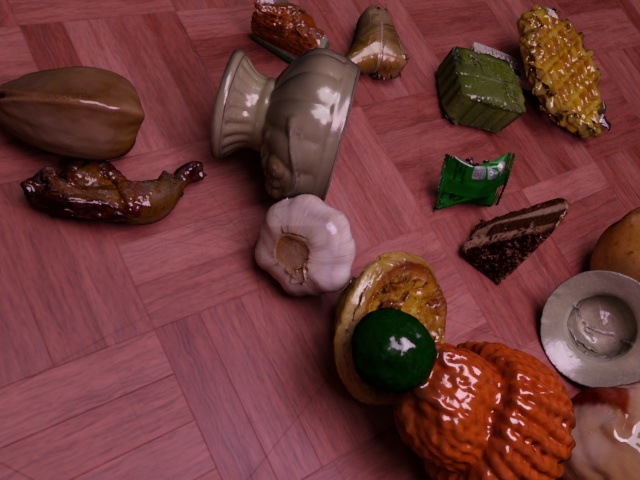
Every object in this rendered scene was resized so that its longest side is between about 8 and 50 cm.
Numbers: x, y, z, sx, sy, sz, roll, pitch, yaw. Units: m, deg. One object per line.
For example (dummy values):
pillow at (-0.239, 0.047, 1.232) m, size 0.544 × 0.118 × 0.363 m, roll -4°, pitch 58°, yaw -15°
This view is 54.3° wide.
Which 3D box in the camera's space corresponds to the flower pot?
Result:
flower pot at (-0.073, -0.230, 1.210) m, size 0.244 × 0.307 × 0.307 m, roll 15°, pitch 57°, yaw 0°

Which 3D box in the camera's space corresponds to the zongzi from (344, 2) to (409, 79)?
zongzi at (0.102, -0.486, 1.535) m, size 0.197 × 0.099 × 0.194 m, roll -8°, pitch 68°, yaw -21°

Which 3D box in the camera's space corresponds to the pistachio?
pistachio at (-0.436, -0.222, 1.067) m, size 0.260 × 0.213 × 0.163 m, roll 2°, pitch 83°, yaw -16°

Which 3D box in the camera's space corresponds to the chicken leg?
chicken leg at (-0.356, -0.095, 1.115) m, size 0.322 × 0.083 × 0.177 m, roll 3°, pitch 45°, yaw -21°

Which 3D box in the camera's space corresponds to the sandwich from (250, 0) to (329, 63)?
sandwich at (-0.061, -0.480, 1.412) m, size 0.185 × 0.160 × 0.109 m, roll 30°, pitch 74°, yaw 0°

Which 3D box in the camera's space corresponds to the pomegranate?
pomegranate at (0.780, 0.058, 1.449) m, size 0.307 × 0.307 × 0.307 m, roll 11°, pitch 60°, yaw -20°

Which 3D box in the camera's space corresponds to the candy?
candy at (0.360, -0.130, 1.445) m, size 0.203 × 0.141 × 0.078 m, roll -7°, pitch 49°, yaw -26°

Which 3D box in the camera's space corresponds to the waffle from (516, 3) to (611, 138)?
waffle at (0.681, -0.475, 1.763) m, size 0.379 × 0.095 × 0.382 m, roll 22°, pitch 58°, yaw -35°

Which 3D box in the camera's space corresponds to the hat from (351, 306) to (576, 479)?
hat at (0.224, 0.272, 1.020) m, size 0.400 × 0.285 × 0.285 m, roll 31°, pitch 52°, yaw -34°

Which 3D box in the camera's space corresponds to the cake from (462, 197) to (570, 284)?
cake at (0.449, 0.008, 1.353) m, size 0.135 × 0.246 × 0.112 m, roll 49°, pitch 51°, yaw -19°

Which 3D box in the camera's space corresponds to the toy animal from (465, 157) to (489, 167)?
toy animal at (0.358, -0.166, 1.512) m, size 0.135 × 0.047 × 0.065 m, roll 2°, pitch 72°, yaw -31°

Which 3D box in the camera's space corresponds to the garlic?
garlic at (0.000, 0.000, 1.189) m, size 0.199 × 0.199 × 0.226 m, roll 51°, pitch 29°, yaw 6°

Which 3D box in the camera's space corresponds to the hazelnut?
hazelnut at (0.594, 0.409, 1.231) m, size 0.261 × 0.241 × 0.261 m, roll -3°, pitch 63°, yaw 5°

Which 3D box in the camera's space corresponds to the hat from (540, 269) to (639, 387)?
hat at (0.625, 0.191, 1.383) m, size 0.257 × 0.257 × 0.130 m, roll 62°, pitch 24°, yaw 14°

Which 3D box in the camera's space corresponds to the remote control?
remote control at (0.519, -0.481, 1.756) m, size 0.230 × 0.049 × 0.090 m, roll 16°, pitch 59°, yaw -19°

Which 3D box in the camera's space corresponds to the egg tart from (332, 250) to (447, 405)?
egg tart at (0.118, 0.159, 1.155) m, size 0.290 × 0.115 × 0.290 m, roll -3°, pitch 94°, yaw -39°

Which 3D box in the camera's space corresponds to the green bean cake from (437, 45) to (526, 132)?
green bean cake at (0.413, -0.392, 1.618) m, size 0.214 × 0.113 × 0.200 m, roll 9°, pitch 58°, yaw -22°
